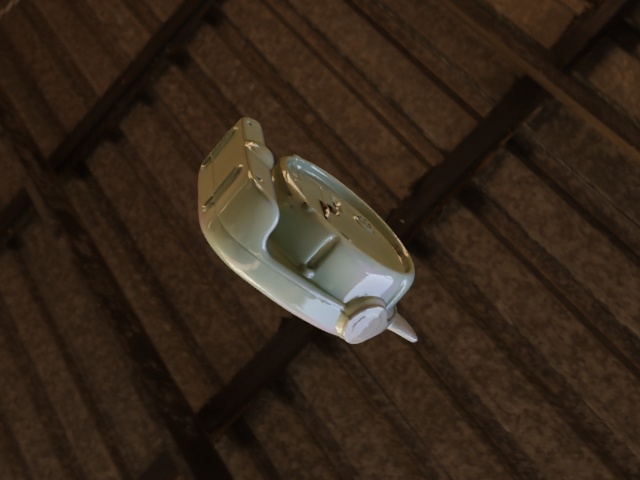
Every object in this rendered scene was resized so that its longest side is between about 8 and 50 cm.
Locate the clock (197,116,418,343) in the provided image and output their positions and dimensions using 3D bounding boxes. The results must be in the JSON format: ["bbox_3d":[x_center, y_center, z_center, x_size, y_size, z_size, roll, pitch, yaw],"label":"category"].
[{"bbox_3d":[0.000,0.000,1.109,0.108,0.324,0.265,-48,-155,15],"label":"clock"}]
